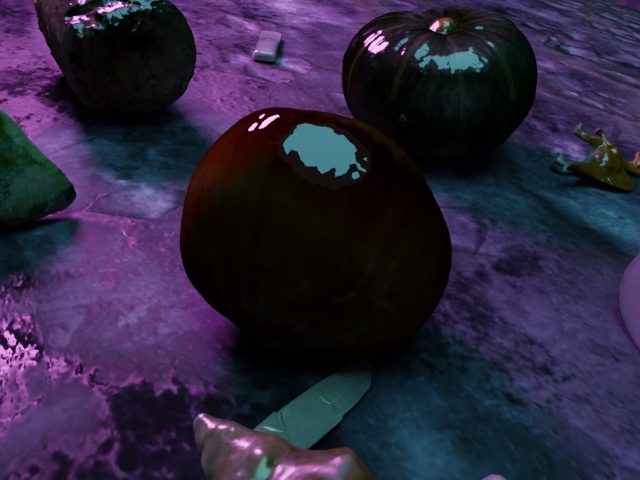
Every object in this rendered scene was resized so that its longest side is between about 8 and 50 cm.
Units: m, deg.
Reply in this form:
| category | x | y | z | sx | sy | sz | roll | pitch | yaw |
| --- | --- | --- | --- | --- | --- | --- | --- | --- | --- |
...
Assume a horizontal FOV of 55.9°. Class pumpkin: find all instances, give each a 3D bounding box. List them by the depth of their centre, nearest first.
| category | x | y | z | sx | sy | sz | roll | pitch | yaw |
| --- | --- | --- | --- | --- | --- | --- | --- | --- | --- |
| pumpkin | 0.181 | -0.246 | 0.947 | 0.300 | 0.207 | 0.300 | -1 | 45 | 1 |

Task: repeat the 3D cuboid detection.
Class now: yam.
| category | x | y | z | sx | sy | sz | roll | pitch | yaw |
| --- | --- | --- | --- | --- | --- | --- | --- | --- | --- |
| yam | -0.321 | -0.316 | 0.921 | 0.195 | 0.195 | 0.300 | -11 | 38 | -29 |

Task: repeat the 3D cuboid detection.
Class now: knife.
| category | x | y | z | sx | sy | sz | roll | pitch | yaw |
| --- | --- | --- | --- | --- | --- | --- | --- | --- | --- |
| knife | -0.041 | 0.160 | 0.447 | 0.047 | 0.017 | 0.298 | 24 | 36 | 30 |

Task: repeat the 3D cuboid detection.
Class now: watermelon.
| category | x | y | z | sx | sy | sz | roll | pitch | yaw |
| --- | --- | --- | --- | --- | --- | --- | --- | --- | --- |
| watermelon | -0.366 | -0.081 | 0.645 | 0.158 | 0.121 | 0.098 | 23 | 57 | 26 |

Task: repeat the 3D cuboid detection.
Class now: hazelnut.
| category | x | y | z | sx | sy | sz | roll | pitch | yaw |
| --- | --- | --- | --- | --- | --- | --- | --- | --- | --- |
| hazelnut | 0.000 | 0.000 | 0.544 | 0.252 | 0.217 | 0.217 | 28 | 30 | -15 |

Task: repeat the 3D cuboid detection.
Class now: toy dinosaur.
| category | x | y | z | sx | sy | sz | roll | pitch | yaw |
| --- | --- | --- | --- | --- | --- | --- | --- | --- | --- |
| toy dinosaur | 0.450 | -0.113 | 0.967 | 0.142 | 0.057 | 0.212 | 37 | 50 | 5 |

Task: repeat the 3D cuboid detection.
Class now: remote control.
| category | x | y | z | sx | sy | sz | roll | pitch | yaw |
| --- | --- | --- | --- | --- | --- | --- | --- | --- | --- |
| remote control | -0.111 | -0.418 | 1.277 | 0.050 | 0.027 | 0.184 | 8 | 33 | -4 |

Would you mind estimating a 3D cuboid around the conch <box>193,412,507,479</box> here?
| category | x | y | z | sx | sy | sz | roll | pitch | yaw |
| --- | --- | --- | --- | --- | --- | --- | --- | --- | --- |
| conch | 0.054 | 0.219 | 0.260 | 0.203 | 0.169 | 0.386 | -38 | 50 | -17 |

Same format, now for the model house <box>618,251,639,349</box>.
| category | x | y | z | sx | sy | sz | roll | pitch | yaw |
| --- | --- | --- | --- | --- | --- | --- | --- | --- | --- |
| model house | 0.412 | 0.077 | 0.618 | 0.149 | 0.119 | 0.148 | 14 | 31 | -12 |
